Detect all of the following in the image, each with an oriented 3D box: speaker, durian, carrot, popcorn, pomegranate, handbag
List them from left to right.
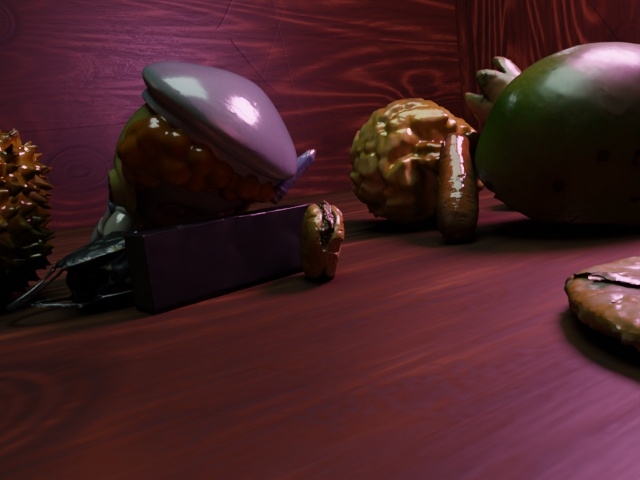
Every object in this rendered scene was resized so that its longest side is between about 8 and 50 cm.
[{"bbox_3d":[-0.453,-0.021,0.592,0.293,0.257,0.258,-13,2,41],"label":"durian"},{"bbox_3d":[-0.258,0.046,0.535,0.139,0.072,0.115,-27,17,-31],"label":"handbag"},{"bbox_3d":[-0.097,0.013,0.554,0.218,0.082,0.044,-16,13,-42],"label":"speaker"},{"bbox_3d":[0.177,-0.146,0.940,0.265,0.224,0.332,-8,8,-13],"label":"popcorn"},{"bbox_3d":[0.195,-0.083,0.716,0.060,0.186,0.060,6,-31,3],"label":"carrot"},{"bbox_3d":[0.360,-0.180,0.706,0.310,0.216,0.358,-13,48,-26],"label":"pomegranate"}]

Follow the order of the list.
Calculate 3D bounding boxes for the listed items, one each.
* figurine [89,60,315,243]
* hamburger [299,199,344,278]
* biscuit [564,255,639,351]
[{"bbox_3d":[-0.213,-0.085,0.662,0.382,0.204,0.225,-27,-25,28],"label":"figurine"},{"bbox_3d":[0.000,0.000,0.548,0.044,0.083,0.076,2,37,-5],"label":"hamburger"},{"bbox_3d":[0.257,0.033,0.289,0.220,0.033,0.220,-6,9,1],"label":"biscuit"}]
